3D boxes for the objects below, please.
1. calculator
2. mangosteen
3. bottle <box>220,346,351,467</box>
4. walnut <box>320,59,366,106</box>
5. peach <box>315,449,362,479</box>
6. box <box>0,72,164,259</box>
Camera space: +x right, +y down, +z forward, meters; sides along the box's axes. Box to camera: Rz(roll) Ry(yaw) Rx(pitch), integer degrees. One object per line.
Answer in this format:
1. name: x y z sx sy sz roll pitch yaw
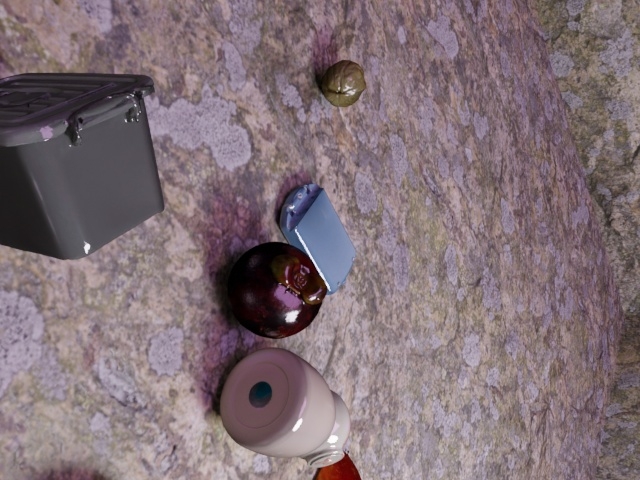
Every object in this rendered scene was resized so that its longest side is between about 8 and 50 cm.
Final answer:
1. calculator: 0.000 0.000 1.128 0.121 0.039 0.210 -56 130 -36
2. mangosteen: -0.059 0.073 0.957 0.153 0.153 0.152 5 84 -53
3. bottle: -0.033 0.268 0.989 0.236 0.148 0.147 46 52 -51
4. walnut: 0.043 -0.284 1.170 0.092 0.092 0.092 5 84 -53
5. peach: 0.045 0.497 1.132 0.189 0.068 0.279 10 79 -54
6. box: -0.272 -0.078 0.628 0.163 0.244 0.134 -43 133 -46
